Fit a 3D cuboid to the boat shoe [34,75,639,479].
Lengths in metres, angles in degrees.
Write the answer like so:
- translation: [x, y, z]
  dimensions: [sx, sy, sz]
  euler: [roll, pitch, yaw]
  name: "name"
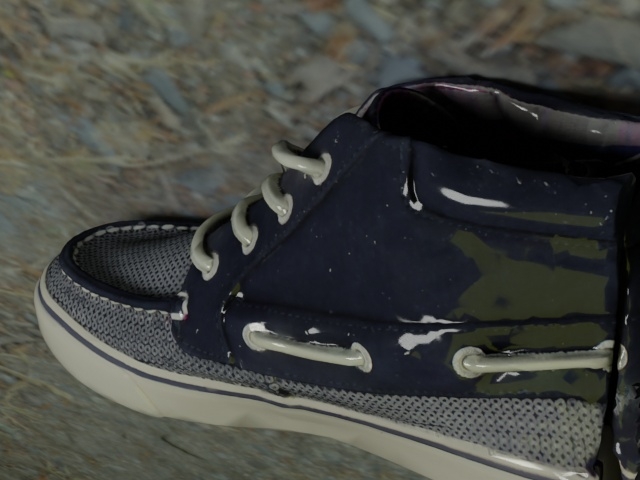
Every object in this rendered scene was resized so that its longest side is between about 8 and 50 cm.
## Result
- translation: [0.000, 0.000, 0.485]
  dimensions: [0.341, 0.127, 0.158]
  euler: [10, 123, 29]
  name: "boat shoe"
